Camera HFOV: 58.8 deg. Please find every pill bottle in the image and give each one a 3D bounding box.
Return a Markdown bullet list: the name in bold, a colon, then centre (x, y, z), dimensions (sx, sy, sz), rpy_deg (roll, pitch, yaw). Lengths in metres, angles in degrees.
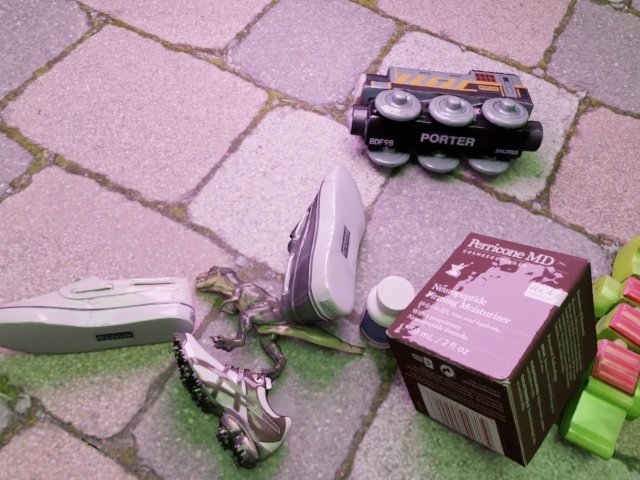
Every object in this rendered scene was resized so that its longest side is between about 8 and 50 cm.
- **pill bottle**: centre (0.093, 0.098, 0.780), dimensions (0.067, 0.120, 0.067), rpy_deg (2, 58, -4)

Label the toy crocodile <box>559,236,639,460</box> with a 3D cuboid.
- **toy crocodile**: centre (0.420, 0.140, 0.796), dimensions (0.115, 0.105, 0.340), rpy_deg (31, 61, 13)

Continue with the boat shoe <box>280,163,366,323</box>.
- **boat shoe**: centre (0.000, 0.000, 0.845), dimensions (0.102, 0.108, 0.301), rpy_deg (-18, 40, 24)

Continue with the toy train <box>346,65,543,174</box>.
- **toy train**: centre (0.212, -0.219, 0.990), dimensions (0.333, 0.142, 0.190), rpy_deg (4, 46, -1)

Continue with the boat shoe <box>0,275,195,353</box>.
- **boat shoe**: centre (-0.306, 0.090, 0.764), dimensions (0.267, 0.096, 0.088), rpy_deg (-5, 55, -10)

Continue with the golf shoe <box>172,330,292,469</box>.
- **golf shoe**: centre (-0.117, 0.190, 0.735), dimensions (0.094, 0.077, 0.198), rpy_deg (-31, 76, -27)

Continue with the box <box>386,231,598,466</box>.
- **box**: centre (0.221, 0.127, 0.715), dimensions (0.168, 0.167, 0.203), rpy_deg (17, 51, 44)

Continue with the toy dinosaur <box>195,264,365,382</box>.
- **toy dinosaur**: centre (-0.077, 0.124, 0.786), dimensions (0.268, 0.064, 0.118), rpy_deg (28, 53, 8)
